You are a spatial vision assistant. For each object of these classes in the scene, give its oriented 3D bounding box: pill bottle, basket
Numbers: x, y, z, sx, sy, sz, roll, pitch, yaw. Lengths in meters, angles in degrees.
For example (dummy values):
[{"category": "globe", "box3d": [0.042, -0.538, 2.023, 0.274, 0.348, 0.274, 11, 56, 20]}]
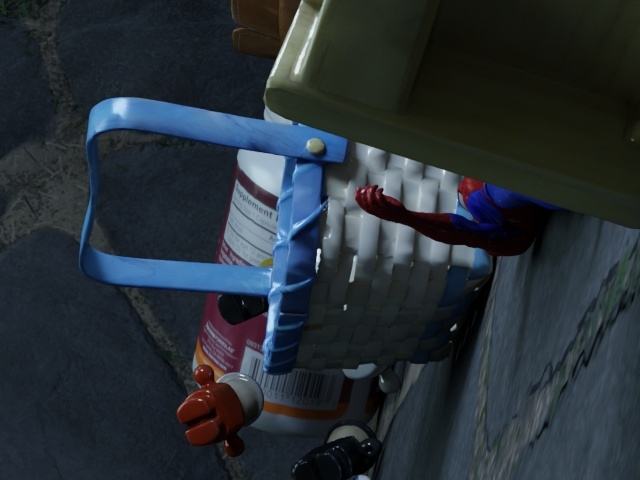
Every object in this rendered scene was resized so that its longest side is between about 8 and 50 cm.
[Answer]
[{"category": "pill bottle", "box3d": [0.000, 0.000, 2.034, 0.224, 0.224, 0.392, -77, 1, -66]}, {"category": "basket", "box3d": [-0.027, -0.014, 1.315, 0.255, 0.289, 0.201, 112, 160, -65]}]

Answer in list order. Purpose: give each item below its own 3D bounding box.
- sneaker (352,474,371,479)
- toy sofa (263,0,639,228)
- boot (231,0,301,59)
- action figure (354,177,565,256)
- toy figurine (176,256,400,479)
[{"category": "sneaker", "box3d": [-0.001, 0.302, 1.833, 0.058, 0.085, 0.152, -88, 12, -88]}, {"category": "toy sofa", "box3d": [0.097, -0.192, 0.570, 0.362, 0.150, 0.177, 104, -176, -48]}, {"category": "boot", "box3d": [0.050, -0.186, 1.298, 0.283, 0.220, 0.109, 103, -173, -65]}, {"category": "action figure", "box3d": [0.070, -0.052, 0.964, 0.280, 0.139, 0.091, 90, -165, -82]}, {"category": "toy figurine", "box3d": [-0.021, 0.138, 1.883, 0.148, 0.213, 0.209, -20, -52, -71]}]
